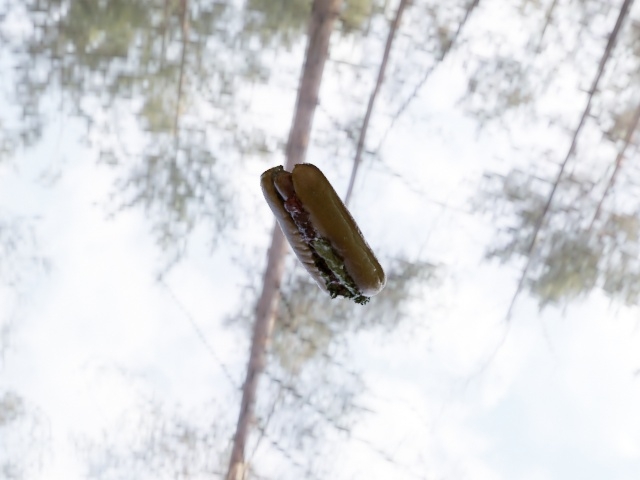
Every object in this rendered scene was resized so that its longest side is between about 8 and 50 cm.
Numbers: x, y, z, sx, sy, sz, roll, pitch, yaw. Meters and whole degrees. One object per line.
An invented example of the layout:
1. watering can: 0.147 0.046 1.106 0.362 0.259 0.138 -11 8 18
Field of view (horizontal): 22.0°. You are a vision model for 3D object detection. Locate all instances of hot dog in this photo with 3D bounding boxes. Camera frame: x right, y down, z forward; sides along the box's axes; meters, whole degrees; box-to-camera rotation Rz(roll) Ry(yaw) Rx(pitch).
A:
1. hot dog: 0.000 0.000 0.720 0.037 0.083 0.021 -8 -142 38
